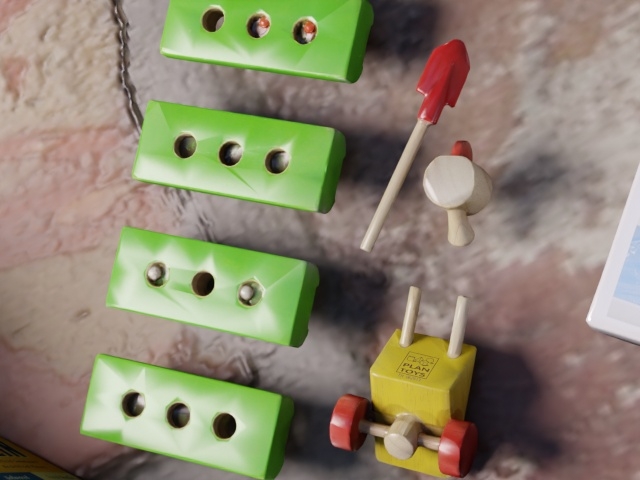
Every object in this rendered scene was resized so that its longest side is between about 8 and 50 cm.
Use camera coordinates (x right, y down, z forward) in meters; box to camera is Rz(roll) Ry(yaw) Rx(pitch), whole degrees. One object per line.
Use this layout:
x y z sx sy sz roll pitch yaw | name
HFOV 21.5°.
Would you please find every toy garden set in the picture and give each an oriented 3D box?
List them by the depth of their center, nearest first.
0.000 0.000 0.854 0.203 0.049 0.244 10 86 23 | toy garden set

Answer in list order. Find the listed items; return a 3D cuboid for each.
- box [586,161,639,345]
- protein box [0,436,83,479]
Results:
0.211 -0.038 0.749 0.114 0.103 0.203 18 90 21 | box
-0.239 0.191 0.868 0.199 0.136 0.201 23 92 22 | protein box
